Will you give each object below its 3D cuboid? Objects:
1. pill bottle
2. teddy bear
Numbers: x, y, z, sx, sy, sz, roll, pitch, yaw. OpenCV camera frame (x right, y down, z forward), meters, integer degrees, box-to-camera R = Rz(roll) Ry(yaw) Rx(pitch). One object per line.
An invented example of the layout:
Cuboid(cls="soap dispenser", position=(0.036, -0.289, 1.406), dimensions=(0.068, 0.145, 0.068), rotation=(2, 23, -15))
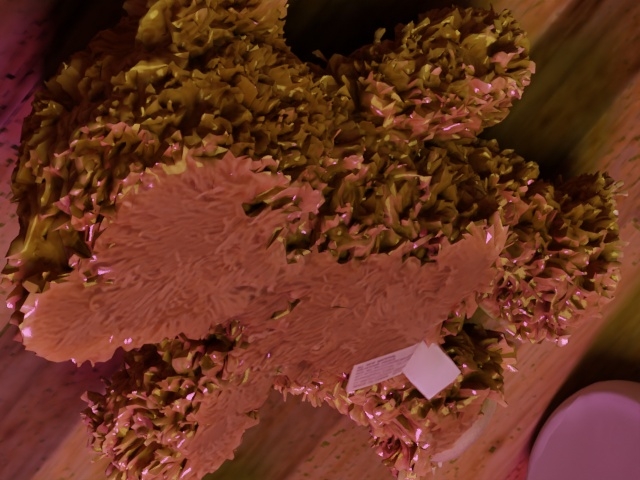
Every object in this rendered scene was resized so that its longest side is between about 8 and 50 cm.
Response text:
Cuboid(cls="pill bottle", position=(0.219, 0.146, 0.924), dimensions=(0.208, 0.117, 0.118), rotation=(15, 114, -36))
Cuboid(cls="teddy bear", position=(0.000, 0.000, 0.718), dimensions=(0.338, 0.113, 0.245), rotation=(3, 127, -40))
